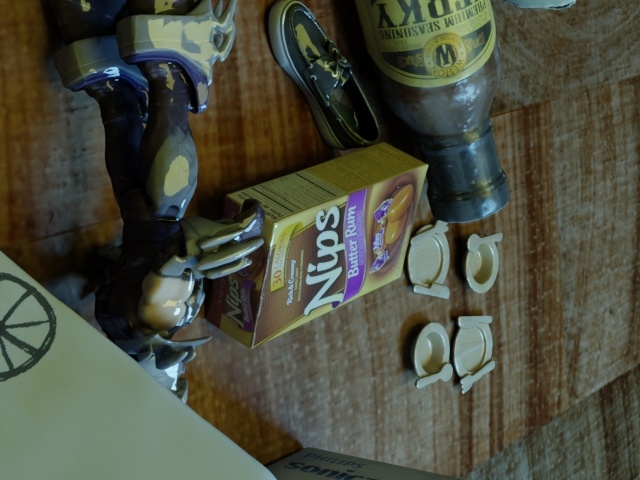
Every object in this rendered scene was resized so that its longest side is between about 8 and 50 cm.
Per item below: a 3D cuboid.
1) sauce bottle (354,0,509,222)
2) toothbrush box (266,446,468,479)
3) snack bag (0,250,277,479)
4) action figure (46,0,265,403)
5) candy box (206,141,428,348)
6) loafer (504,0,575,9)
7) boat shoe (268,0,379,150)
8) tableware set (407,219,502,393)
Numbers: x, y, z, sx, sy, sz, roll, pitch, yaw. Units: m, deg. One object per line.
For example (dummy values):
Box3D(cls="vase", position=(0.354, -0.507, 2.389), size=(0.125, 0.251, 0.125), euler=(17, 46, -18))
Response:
Box3D(cls="sauce bottle", position=(0.089, -0.181, 1.051), size=(0.111, 0.111, 0.344), euler=(-39, 121, -41))
Box3D(cls="toothbrush box", position=(0.046, 0.326, 0.967), size=(0.126, 0.216, 0.295), euler=(-18, 108, -48))
Box3D(cls="snack bag", position=(-0.224, 0.149, 0.652), size=(0.342, 0.037, 0.323), euler=(41, 57, -4))
Box3D(cls="action figure", position=(-0.101, -0.026, 0.803), size=(0.099, 0.185, 0.285), euler=(-1, 87, -37))
Box3D(cls="candy box", position=(0.000, 0.000, 0.983), size=(0.187, 0.053, 0.109), euler=(-22, 133, -45))
Box3D(cls="loafer", position=(0.195, -0.256, 1.152), size=(0.268, 0.102, 0.092), euler=(-11, 103, -62))
Box3D(cls="boat shoe", position=(0.006, -0.131, 1.012), size=(0.049, 0.040, 0.142), euler=(-54, 131, -31))
Box3D(cls="tableware set", position=(0.124, 0.061, 1.186), size=(0.141, 0.020, 0.168), euler=(-5, 97, -49))
